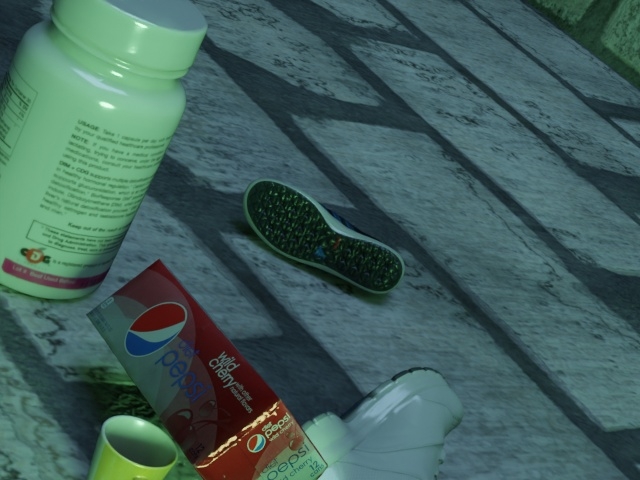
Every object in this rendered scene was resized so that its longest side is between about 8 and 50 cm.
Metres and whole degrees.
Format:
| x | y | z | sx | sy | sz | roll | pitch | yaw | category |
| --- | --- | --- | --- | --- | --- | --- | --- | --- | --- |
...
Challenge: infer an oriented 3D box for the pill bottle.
| x | y | z | sx | sy | sz | roll | pitch | yaw | category |
| --- | --- | --- | --- | --- | --- | --- | --- | --- | --- |
| -0.220 | -0.101 | 1.427 | 0.160 | 0.283 | 0.160 | 24 | 23 | -11 | pill bottle |

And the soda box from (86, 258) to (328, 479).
| x | y | z | sx | sy | sz | roll | pitch | yaw | category |
| --- | --- | --- | --- | --- | --- | --- | --- | --- | --- |
| -0.096 | 0.118 | 1.262 | 0.092 | 0.083 | 0.263 | 57 | -9 | -35 | soda box |

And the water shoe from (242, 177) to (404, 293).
| x | y | z | sx | sy | sz | roll | pitch | yaw | category |
| --- | --- | --- | --- | --- | --- | --- | --- | --- | --- |
| 0.000 | 0.000 | 1.773 | 0.203 | 0.073 | 0.080 | 32 | 1 | 0 | water shoe |

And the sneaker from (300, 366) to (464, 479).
| x | y | z | sx | sy | sz | roll | pitch | yaw | category |
| --- | --- | --- | --- | --- | --- | --- | --- | --- | --- |
| 0.050 | 0.202 | 1.357 | 0.129 | 0.111 | 0.297 | 49 | 32 | 12 | sneaker |

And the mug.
| x | y | z | sx | sy | sz | roll | pitch | yaw | category |
| --- | --- | --- | --- | --- | --- | --- | --- | --- | --- |
| -0.152 | 0.180 | 1.186 | 0.062 | 0.064 | 0.078 | 30 | 23 | 2 | mug |
